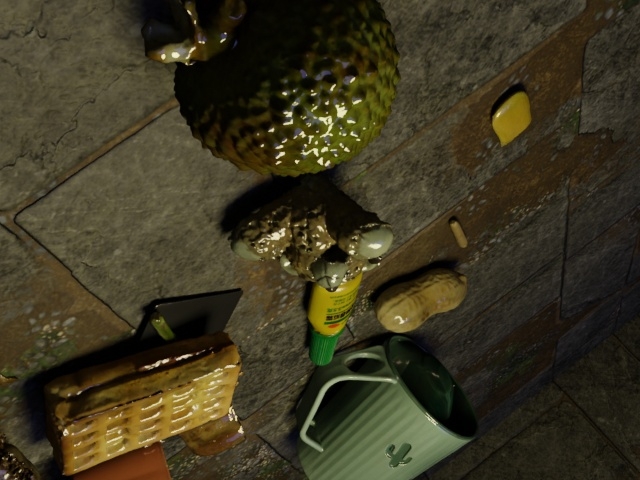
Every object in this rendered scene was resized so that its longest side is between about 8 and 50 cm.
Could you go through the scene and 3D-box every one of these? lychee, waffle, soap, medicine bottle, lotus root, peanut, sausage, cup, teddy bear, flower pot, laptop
[{"bbox_3d":[-0.043,-0.203,0.934,0.270,0.270,0.320,-47,170,12],"label":"lychee"},{"bbox_3d":[-0.306,0.278,1.408,0.328,0.098,0.224,-16,149,-26],"label":"waffle"},{"bbox_3d":[0.378,-0.234,1.586,0.089,0.033,0.168,-40,152,6],"label":"soap"},{"bbox_3d":[0.017,0.155,1.671,0.111,0.076,0.309,-22,147,-26],"label":"medicine bottle"},{"bbox_3d":[-0.223,0.403,1.722,0.135,0.095,0.159,-32,144,-7],"label":"lotus root"},{"bbox_3d":[0.232,0.139,1.852,0.275,0.111,0.125,-17,148,-33],"label":"peanut"},{"bbox_3d":[0.308,-0.017,1.813,0.024,0.024,0.132,-40,150,1],"label":"sausage"},{"bbox_3d":[0.131,0.433,2.024,0.392,0.401,0.310,-45,-176,19],"label":"cup"},{"bbox_3d":[0.000,0.000,1.361,0.267,0.156,0.256,0,149,11],"label":"teddy bear"},{"bbox_3d":[-0.377,0.446,1.536,0.173,0.190,0.190,-14,143,-18],"label":"flower pot"},{"bbox_3d":[-0.236,0.144,1.432,0.197,0.016,0.135,-6,136,-47],"label":"laptop"}]

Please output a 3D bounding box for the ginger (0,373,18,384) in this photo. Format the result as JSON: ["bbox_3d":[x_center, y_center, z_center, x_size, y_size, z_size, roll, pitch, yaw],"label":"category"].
[{"bbox_3d":[-0.511,0.202,1.172,0.137,0.044,0.057,-13,-174,-26],"label":"ginger"}]

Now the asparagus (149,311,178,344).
[{"bbox_3d":[-0.252,0.186,1.428,0.248,0.025,0.024,73,26,-59],"label":"asparagus"}]

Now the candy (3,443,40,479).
[{"bbox_3d":[-0.589,0.437,1.343,0.234,0.102,0.104,-28,149,-15],"label":"candy"}]

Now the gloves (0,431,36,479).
[{"bbox_3d":[-0.573,0.355,1.207,0.210,0.135,0.312,-55,132,-16],"label":"gloves"}]
